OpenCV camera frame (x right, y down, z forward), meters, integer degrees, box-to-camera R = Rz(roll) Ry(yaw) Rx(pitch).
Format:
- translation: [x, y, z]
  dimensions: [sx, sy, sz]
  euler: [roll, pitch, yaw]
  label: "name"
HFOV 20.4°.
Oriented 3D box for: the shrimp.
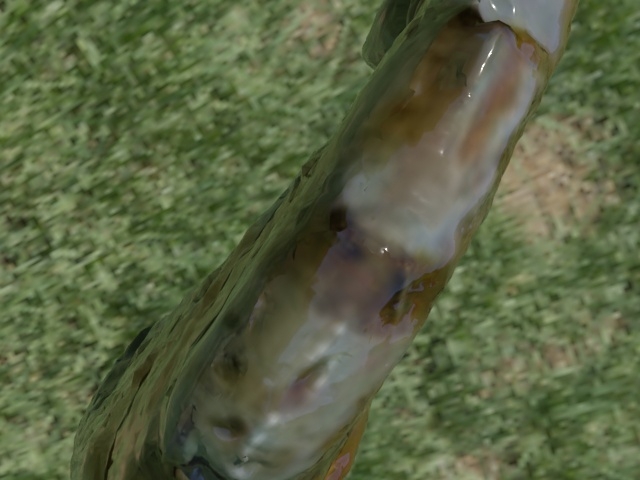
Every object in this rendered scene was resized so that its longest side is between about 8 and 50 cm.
- translation: [0.000, 0.000, 0.521]
  dimensions: [0.071, 0.365, 0.233]
  euler: [30, 78, -2]
  label: "shrimp"
